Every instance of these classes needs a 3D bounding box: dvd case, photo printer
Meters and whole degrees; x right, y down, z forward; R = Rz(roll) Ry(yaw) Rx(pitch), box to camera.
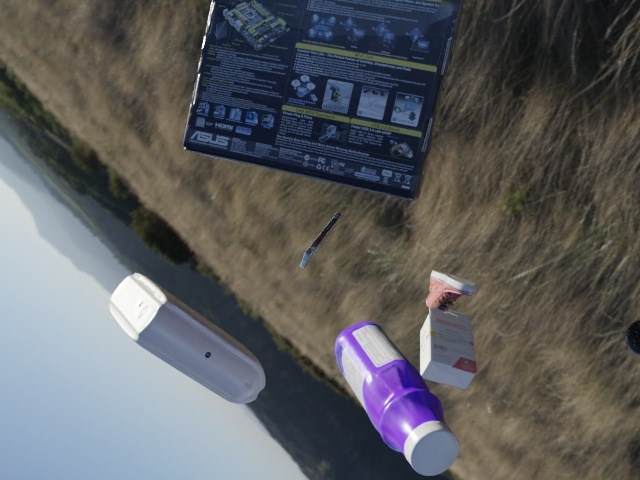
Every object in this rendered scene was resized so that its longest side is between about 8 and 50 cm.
[{"bbox_3d":[0.000,0.000,1.272,0.013,0.119,0.087,35,158,5],"label":"dvd case"},{"bbox_3d":[-0.260,0.205,1.210,0.307,0.107,0.256,43,167,-32],"label":"photo printer"}]

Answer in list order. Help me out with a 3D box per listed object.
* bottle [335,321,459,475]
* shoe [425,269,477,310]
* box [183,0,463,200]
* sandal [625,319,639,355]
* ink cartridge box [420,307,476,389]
[{"bbox_3d":[0.104,0.220,0.859,0.283,0.092,0.118,-134,21,-68],"label":"bottle"},{"bbox_3d":[0.282,0.118,1.300,0.063,0.081,0.178,12,-177,-12],"label":"shoe"},{"bbox_3d":[-0.001,-0.258,0.962,0.395,0.318,0.097,13,-173,12],"label":"box"},{"bbox_3d":[0.479,0.147,0.746,0.179,0.067,0.040,18,151,40],"label":"sandal"},{"bbox_3d":[0.305,0.253,1.444,0.115,0.198,0.067,16,126,-2],"label":"ink cartridge box"}]
